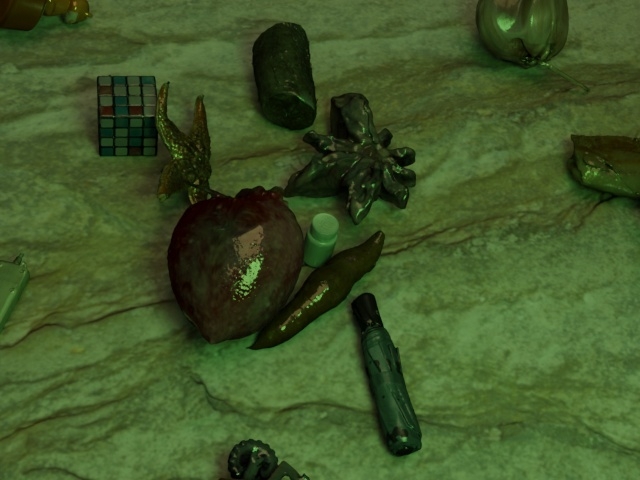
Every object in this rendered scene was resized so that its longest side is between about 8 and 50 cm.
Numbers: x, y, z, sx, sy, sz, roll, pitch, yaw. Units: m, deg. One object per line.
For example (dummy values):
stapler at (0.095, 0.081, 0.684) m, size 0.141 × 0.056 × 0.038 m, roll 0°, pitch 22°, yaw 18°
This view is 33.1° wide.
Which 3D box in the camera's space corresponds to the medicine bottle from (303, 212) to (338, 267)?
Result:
medicine bottle at (0.000, 0.000, 1.602) m, size 0.047 × 0.083 × 0.047 m, roll 7°, pitch 51°, yaw -9°

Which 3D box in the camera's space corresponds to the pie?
pie at (0.553, -0.118, 1.810) m, size 0.282 × 0.068 × 0.128 m, roll 6°, pitch 45°, yaw -7°

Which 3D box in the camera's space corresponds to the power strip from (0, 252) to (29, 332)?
power strip at (-0.447, 0.089, 1.478) m, size 0.047 × 0.030 × 0.191 m, roll 15°, pitch 51°, yaw 3°

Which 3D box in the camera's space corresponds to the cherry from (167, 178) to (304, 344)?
cherry at (-0.122, 0.038, 1.491) m, size 0.192 × 0.175 × 0.250 m, roll 6°, pitch 52°, yaw 6°

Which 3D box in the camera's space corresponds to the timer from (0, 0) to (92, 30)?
timer at (-0.462, -0.405, 1.826) m, size 0.152 × 0.132 × 0.132 m, roll 12°, pitch 47°, yaw -33°

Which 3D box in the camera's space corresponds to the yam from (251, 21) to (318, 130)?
yam at (-0.060, -0.273, 1.797) m, size 0.107 × 0.107 × 0.183 m, roll -1°, pitch 54°, yaw -12°

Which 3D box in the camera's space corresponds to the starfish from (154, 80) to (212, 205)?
starfish at (-0.212, -0.137, 1.640) m, size 0.050 × 0.138 × 0.247 m, roll -19°, pitch 58°, yaw 20°

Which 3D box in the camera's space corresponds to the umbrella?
umbrella at (0.091, 0.181, 1.497) m, size 0.053 × 0.052 × 0.250 m, roll -4°, pitch 54°, yaw -13°

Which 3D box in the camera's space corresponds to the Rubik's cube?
Rubik's cube at (-0.303, -0.195, 1.690) m, size 0.092 × 0.092 × 0.092 m, roll -1°, pitch 52°, yaw -12°

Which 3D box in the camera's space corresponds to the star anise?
star anise at (0.059, -0.124, 1.696) m, size 0.198 × 0.111 × 0.257 m, roll 25°, pitch 46°, yaw 9°

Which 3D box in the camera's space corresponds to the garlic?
garlic at (0.411, -0.392, 1.922) m, size 0.256 × 0.207 × 0.207 m, roll 37°, pitch 54°, yaw 8°

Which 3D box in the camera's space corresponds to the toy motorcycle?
toy motorcycle at (-0.052, 0.344, 1.325) m, size 0.212 × 0.084 × 0.118 m, roll 44°, pitch 48°, yaw 16°

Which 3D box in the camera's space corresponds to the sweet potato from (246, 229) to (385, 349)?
sweet potato at (0.001, 0.074, 1.560) m, size 0.067 × 0.067 × 0.274 m, roll 40°, pitch 61°, yaw 20°
